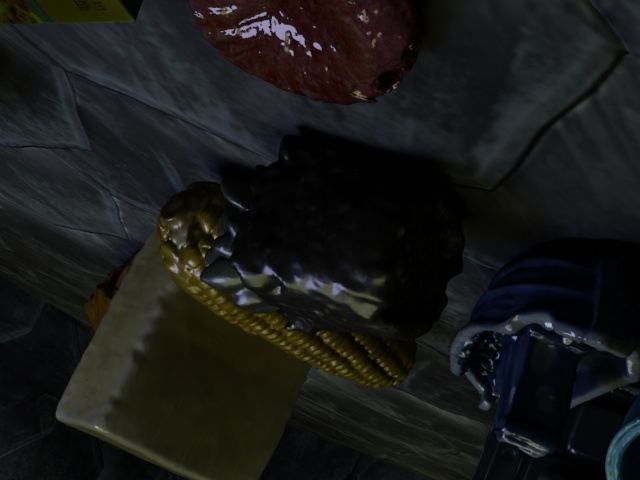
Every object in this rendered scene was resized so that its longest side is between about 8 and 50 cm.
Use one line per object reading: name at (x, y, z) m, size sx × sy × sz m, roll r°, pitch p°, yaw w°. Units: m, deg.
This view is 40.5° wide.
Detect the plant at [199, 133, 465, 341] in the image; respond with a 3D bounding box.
plant at (0.000, 0.000, 0.653) m, size 0.194 × 0.129 × 0.132 m, roll 10°, pitch 155°, yaw 34°

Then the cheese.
cheese at (-0.123, 0.123, 0.956) m, size 0.124 × 0.265 × 0.242 m, roll 8°, pitch 157°, yaw 46°

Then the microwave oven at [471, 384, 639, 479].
microwave oven at (0.283, 0.353, 0.842) m, size 0.333 × 0.394 × 0.247 m, roll 16°, pitch 161°, yaw 28°

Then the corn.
corn at (-0.024, 0.056, 0.870) m, size 0.120 × 0.120 × 0.363 m, roll 8°, pitch 157°, yaw 45°

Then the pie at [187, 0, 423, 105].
pie at (-0.016, -0.125, 0.445) m, size 0.154 × 0.038 × 0.153 m, roll 24°, pitch 161°, yaw 9°

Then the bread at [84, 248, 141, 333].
bread at (-0.261, 0.117, 1.345) m, size 0.195 × 0.148 × 0.344 m, roll 29°, pitch 163°, yaw -14°

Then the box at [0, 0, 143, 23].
box at (-0.218, -0.180, 0.527) m, size 0.193 × 0.030 × 0.121 m, roll 5°, pitch 156°, yaw 23°

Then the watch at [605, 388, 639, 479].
watch at (0.325, 0.168, 0.646) m, size 0.193 × 0.211 × 0.211 m, roll 31°, pitch 166°, yaw 19°

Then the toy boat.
toy boat at (0.168, 0.098, 0.678) m, size 0.129 × 0.142 × 0.309 m, roll 22°, pitch 162°, yaw 4°
